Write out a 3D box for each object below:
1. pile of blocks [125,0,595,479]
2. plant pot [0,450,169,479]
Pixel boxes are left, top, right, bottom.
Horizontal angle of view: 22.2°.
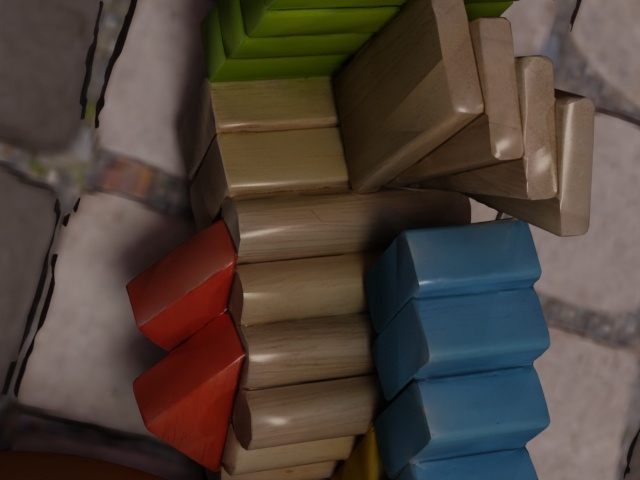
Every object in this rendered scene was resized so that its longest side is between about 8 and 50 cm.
[{"bbox_3d":[0.000,0.000,0.516,0.112,0.149,0.362,-6,102,-21],"label":"pile of blocks"},{"bbox_3d":[-0.103,0.213,0.428,0.290,0.203,0.291,0,91,2],"label":"plant pot"}]
